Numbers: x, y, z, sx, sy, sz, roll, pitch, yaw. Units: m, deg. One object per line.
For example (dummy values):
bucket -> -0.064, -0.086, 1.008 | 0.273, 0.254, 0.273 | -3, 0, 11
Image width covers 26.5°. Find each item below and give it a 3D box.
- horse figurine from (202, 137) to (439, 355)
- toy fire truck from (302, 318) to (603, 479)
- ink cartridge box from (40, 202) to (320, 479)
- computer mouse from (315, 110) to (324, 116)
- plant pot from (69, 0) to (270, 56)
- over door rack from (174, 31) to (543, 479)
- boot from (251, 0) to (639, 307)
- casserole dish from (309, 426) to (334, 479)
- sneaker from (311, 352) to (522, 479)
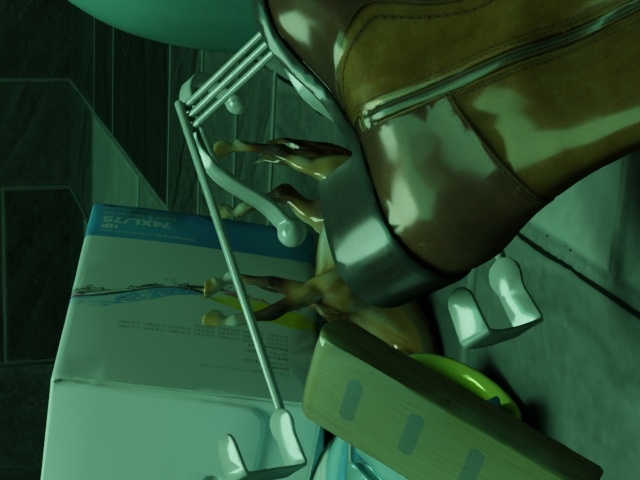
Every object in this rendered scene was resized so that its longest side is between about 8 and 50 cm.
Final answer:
horse figurine -> 0.000, 0.000, 1.047 | 0.066, 0.174, 0.263 | 97, 174, -47
toy fire truck -> 0.136, 0.038, 0.443 | 0.158, 0.246, 0.217 | -126, 37, -58
ink cartridge box -> -0.112, 0.126, 1.103 | 0.270, 0.197, 0.198 | -95, 15, -62
computer mouse -> 0.024, -0.154, 1.099 | 0.242, 0.041, 0.071 | 134, 130, -67
plant pot -> -0.109, -0.300, 1.175 | 0.293, 0.235, 0.293 | 177, 90, -71
over door rack -> 0.022, -0.027, 0.880 | 0.239, 0.108, 0.324 | -38, 51, 39
boot -> 0.091, -0.135, 0.662 | 0.280, 0.096, 0.264 | -34, 53, 40
casserole dish -> -0.008, 0.169, 1.249 | 0.188, 0.037, 0.114 | -130, 40, -63
sneaker -> 0.074, 0.216, 0.861 | 0.208, 0.127, 0.319 | 108, 152, -50
